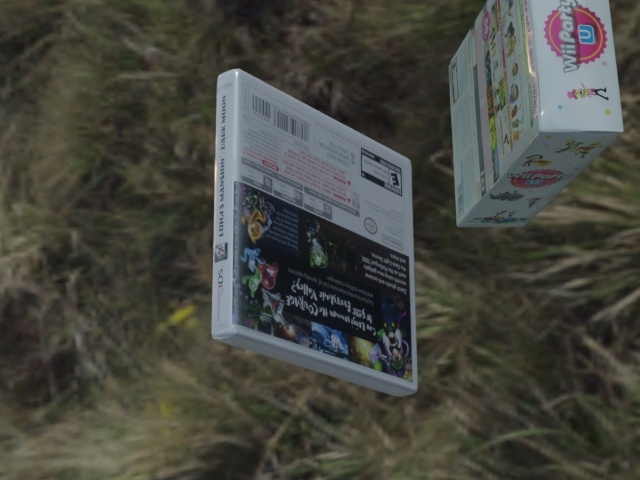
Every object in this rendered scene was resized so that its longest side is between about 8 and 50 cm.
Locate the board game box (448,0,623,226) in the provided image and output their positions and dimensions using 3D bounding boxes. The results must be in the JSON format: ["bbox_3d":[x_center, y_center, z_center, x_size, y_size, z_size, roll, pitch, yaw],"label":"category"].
[{"bbox_3d":[0.233,-0.166,1.595,0.303,0.097,0.224,119,150,-70],"label":"board game box"}]

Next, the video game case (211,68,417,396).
[{"bbox_3d":[0.000,0.000,0.913,0.022,0.190,0.173,-16,65,35],"label":"video game case"}]
